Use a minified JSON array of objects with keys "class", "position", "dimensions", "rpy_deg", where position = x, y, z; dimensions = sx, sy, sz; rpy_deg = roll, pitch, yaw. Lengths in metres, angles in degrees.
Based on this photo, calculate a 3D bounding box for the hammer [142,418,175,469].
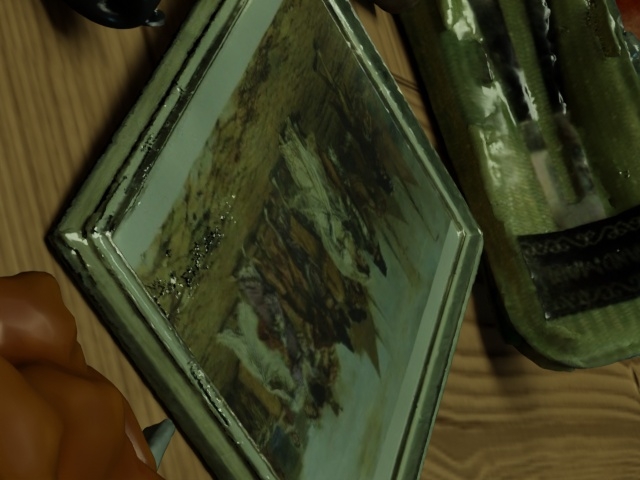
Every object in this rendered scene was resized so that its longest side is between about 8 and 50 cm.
[{"class":"hammer","position":[0.002,0.119,0.571],"dimensions":[0.246,0.029,0.103],"rpy_deg":[16,54,-55]}]

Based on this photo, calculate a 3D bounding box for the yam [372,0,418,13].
[{"class":"yam","position":[-0.023,-0.167,0.790],"dimensions":[0.045,0.045,0.327],"rpy_deg":[40,9,25]}]

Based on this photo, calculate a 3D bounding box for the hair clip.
[{"class":"hair clip","position":[0.123,-0.077,0.964],"dimensions":[0.091,0.138,0.321],"rpy_deg":[101,-26,-73]}]

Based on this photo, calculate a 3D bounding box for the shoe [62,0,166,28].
[{"class":"shoe","position":[-0.094,-0.135,0.566],"dimensions":[0.169,0.071,0.099],"rpy_deg":[57,27,-34]}]

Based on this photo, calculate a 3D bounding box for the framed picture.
[{"class":"framed picture","position":[0.000,0.000,0.684],"dimensions":[0.217,0.017,0.274],"rpy_deg":[57,31,-27]}]

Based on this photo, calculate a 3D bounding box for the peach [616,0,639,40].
[{"class":"peach","position":[0.217,-0.106,1.204],"dimensions":[0.190,0.192,0.190],"rpy_deg":[-34,134,-44]}]

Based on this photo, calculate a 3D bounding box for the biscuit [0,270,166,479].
[{"class":"biscuit","position":[-0.094,0.119,0.273],"dimensions":[0.318,0.110,0.312],"rpy_deg":[21,50,-62]}]
